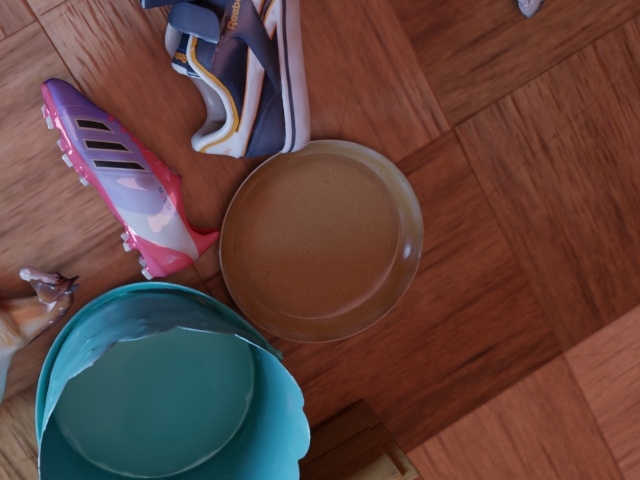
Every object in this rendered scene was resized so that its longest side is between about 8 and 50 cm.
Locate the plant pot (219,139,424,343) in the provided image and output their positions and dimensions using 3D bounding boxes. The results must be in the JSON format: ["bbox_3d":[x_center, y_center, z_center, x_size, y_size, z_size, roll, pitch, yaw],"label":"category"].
[{"bbox_3d":[0.000,0.000,1.278,0.236,0.032,0.236,-5,107,-16],"label":"plant pot"}]

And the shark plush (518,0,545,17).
[{"bbox_3d":[0.262,-0.327,1.263,0.067,0.073,0.161,46,68,-42],"label":"shark plush"}]

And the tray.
[{"bbox_3d":[-0.084,0.344,1.262,0.411,0.203,0.076,-32,111,-5],"label":"tray"}]

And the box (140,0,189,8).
[{"bbox_3d":[-0.040,-0.412,0.989,0.312,0.179,0.343,-12,77,-11],"label":"box"}]

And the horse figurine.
[{"bbox_3d":[-0.378,0.124,1.187,0.174,0.066,0.263,20,99,-20],"label":"horse figurine"}]

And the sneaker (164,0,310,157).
[{"bbox_3d":[-0.091,-0.234,1.133,0.127,0.126,0.321,-12,109,-15],"label":"sneaker"}]

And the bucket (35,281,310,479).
[{"bbox_3d":[-0.165,0.185,1.204,0.281,0.183,0.281,-5,107,-15],"label":"bucket"}]

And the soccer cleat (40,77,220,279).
[{"bbox_3d":[-0.197,-0.072,1.174,0.095,0.083,0.248,-32,115,-6],"label":"soccer cleat"}]
